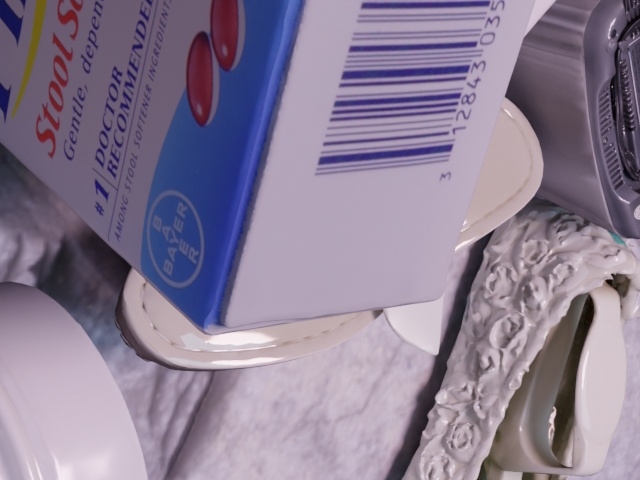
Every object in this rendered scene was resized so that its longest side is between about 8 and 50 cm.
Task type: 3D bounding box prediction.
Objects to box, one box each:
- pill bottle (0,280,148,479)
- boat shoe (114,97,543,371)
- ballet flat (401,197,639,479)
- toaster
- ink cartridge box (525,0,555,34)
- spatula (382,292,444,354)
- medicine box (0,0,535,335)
[{"bbox_3d":[-0.289,0.158,0.785,0.392,0.224,0.224,-18,118,-37],"label":"pill bottle"},{"bbox_3d":[0.000,0.000,1.071,0.324,0.097,0.116,-29,91,-35],"label":"boat shoe"},{"bbox_3d":[0.139,0.169,1.252,0.147,0.147,0.409,5,104,-44],"label":"ballet flat"},{"bbox_3d":[0.182,-0.118,1.165,0.129,0.146,0.227,-37,129,-27],"label":"toaster"},{"bbox_3d":[0.099,-0.259,1.015,0.273,0.115,0.198,-48,111,-18],"label":"ink cartridge box"},{"bbox_3d":[0.015,-0.065,1.028,0.168,0.019,0.242,16,68,-27],"label":"spatula"},{"bbox_3d":[-0.047,-0.143,0.810,0.149,0.289,0.263,-8,123,-40],"label":"medicine box"}]
